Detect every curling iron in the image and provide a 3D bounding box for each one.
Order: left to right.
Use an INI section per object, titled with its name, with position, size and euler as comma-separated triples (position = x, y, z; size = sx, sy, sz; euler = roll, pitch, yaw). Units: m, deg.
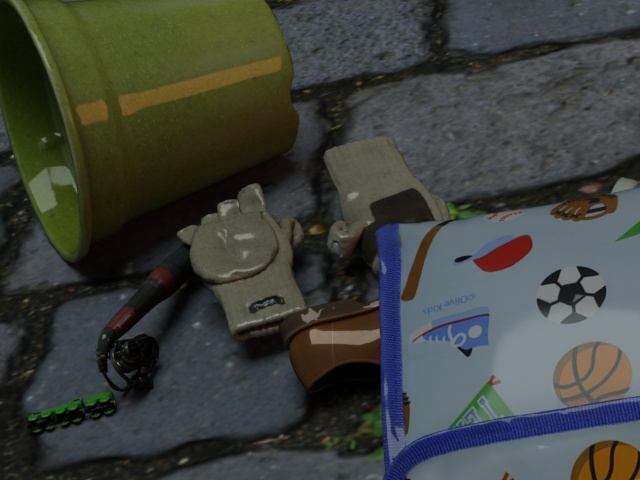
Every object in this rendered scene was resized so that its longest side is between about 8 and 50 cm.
[curling iron]
position = -0.144, 0.052, 1.784
size = 0.035, 0.068, 0.274
euler = -6, 28, 22

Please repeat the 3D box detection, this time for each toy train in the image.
[toy train]
position = -0.220, 0.151, 1.700
size = 0.083, 0.017, 0.024
euler = -15, 21, 6

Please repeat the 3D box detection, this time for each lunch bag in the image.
[lunch bag]
position = 0.209, 0.151, 1.278
size = 0.327, 0.239, 0.385
euler = -10, 48, 13

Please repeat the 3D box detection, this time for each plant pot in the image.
[plant pot]
position = -0.169, -0.143, 1.935
size = 0.254, 0.276, 0.276
euler = -17, 29, -18

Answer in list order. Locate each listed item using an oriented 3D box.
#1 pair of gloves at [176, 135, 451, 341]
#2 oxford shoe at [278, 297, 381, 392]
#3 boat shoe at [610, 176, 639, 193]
[pair of gloves]
position = 0.000, 0.000, 1.774
size = 0.240, 0.042, 0.204
euler = -21, 41, -11
[oxford shoe]
position = 0.077, 0.080, 1.625
size = 0.212, 0.076, 0.076
euler = -17, 61, -2
[boat shoe]
position = 0.262, 0.026, 1.598
size = 0.081, 0.079, 0.227
euler = 17, 33, 6
